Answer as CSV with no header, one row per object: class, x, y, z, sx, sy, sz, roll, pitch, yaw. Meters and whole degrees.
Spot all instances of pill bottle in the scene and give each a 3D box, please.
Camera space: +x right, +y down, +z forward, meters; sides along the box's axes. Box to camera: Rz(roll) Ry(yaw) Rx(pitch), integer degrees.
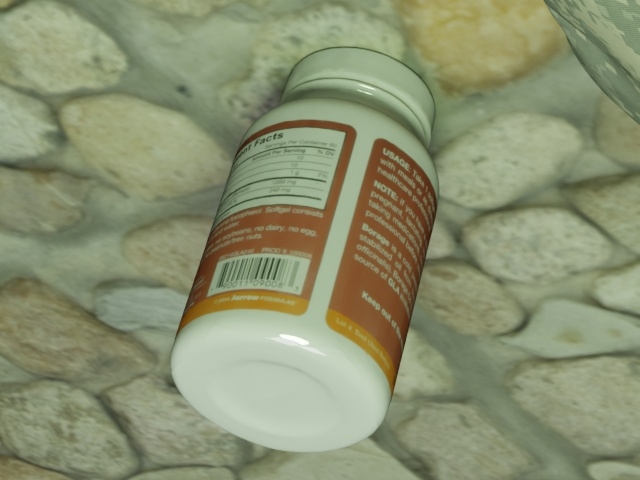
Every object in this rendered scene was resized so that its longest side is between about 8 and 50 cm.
pill bottle,0.000,0.000,1.071,0.121,0.216,0.121,11,144,8

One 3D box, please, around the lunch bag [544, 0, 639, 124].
lunch bag,0.177,-0.148,0.770,0.256,0.212,0.305,24,171,28
